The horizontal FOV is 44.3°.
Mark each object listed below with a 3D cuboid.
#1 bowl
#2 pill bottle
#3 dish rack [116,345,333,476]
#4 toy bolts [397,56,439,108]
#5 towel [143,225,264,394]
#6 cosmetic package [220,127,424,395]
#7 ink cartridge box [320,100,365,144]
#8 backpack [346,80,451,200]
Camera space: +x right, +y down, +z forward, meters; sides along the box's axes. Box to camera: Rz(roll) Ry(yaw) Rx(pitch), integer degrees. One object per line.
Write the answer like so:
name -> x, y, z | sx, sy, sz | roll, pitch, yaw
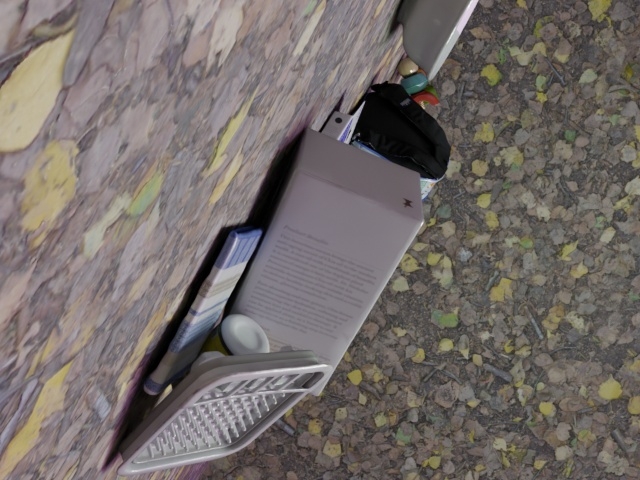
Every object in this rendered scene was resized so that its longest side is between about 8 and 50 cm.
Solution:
bowl -> 0.257, -0.510, 1.704 | 0.298, 0.134, 0.298 | -60, 177, -6
pill bottle -> -0.183, 0.218, 1.399 | 0.184, 0.103, 0.103 | -42, -174, 29
dish rack -> -0.169, 0.275, 1.312 | 0.285, 0.072, 0.333 | 3, 140, -47
toy bolts -> 0.252, -0.466, 2.364 | 0.218, 0.159, 0.228 | -21, -168, 5
towel -> -0.183, 0.102, 1.250 | 0.285, 0.034, 0.209 | -61, 176, 7
cosmetic package -> -0.015, 0.052, 1.429 | 0.161, 0.230, 0.453 | -82, -163, -55
ink cartridge box -> 0.008, -0.172, 1.620 | 0.208, 0.045, 0.206 | -57, 176, -24
backpack -> 0.172, -0.205, 1.896 | 0.276, 0.263, 0.213 | -58, 176, -42
